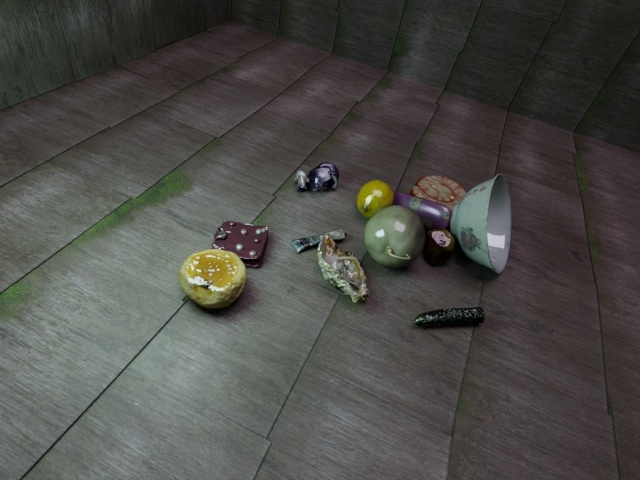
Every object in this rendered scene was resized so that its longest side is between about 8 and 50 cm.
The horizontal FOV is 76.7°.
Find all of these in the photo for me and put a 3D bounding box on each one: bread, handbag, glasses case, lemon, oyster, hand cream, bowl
[{"bbox_3d":[0.592,-0.195,2.029,0.295,0.114,0.327,30,45,18],"label":"bread"},{"bbox_3d":[-0.378,0.144,1.444,0.244,0.134,0.245,5,46,-5],"label":"bread"},{"bbox_3d":[-0.325,0.007,1.638,0.215,0.074,0.203,11,43,-2],"label":"handbag"},{"bbox_3d":[0.454,-0.137,1.880,0.316,0.124,0.075,24,21,40],"label":"glasses case"},{"bbox_3d":[0.259,-0.193,1.909,0.180,0.181,0.193,18,12,5],"label":"lemon"},{"bbox_3d":[0.075,0.118,1.610,0.201,0.107,0.355,23,27,-30],"label":"oyster"},{"bbox_3d":[0.000,0.001,1.749,0.247,0.052,0.075,-16,27,-19],"label":"hand cream"},{"bbox_3d":[0.700,-0.073,1.797,0.195,0.435,0.435,1,34,36],"label":"bowl"}]

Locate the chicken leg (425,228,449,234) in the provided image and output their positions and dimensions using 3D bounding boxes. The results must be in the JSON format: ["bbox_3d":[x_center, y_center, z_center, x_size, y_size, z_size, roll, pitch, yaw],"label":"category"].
[{"bbox_3d":[0.513,-0.034,1.896,0.204,0.053,0.093,0,59,-7],"label":"chicken leg"}]

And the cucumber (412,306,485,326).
[{"bbox_3d":[0.483,0.292,1.538,0.293,0.068,0.068,-1,45,-11],"label":"cucumber"}]

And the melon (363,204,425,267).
[{"bbox_3d":[0.310,-0.018,1.685,0.271,0.272,0.307,37,32,24],"label":"melon"}]

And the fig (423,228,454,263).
[{"bbox_3d":[0.524,0.017,1.779,0.154,0.144,0.165,55,32,0],"label":"fig"}]

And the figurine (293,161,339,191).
[{"bbox_3d":[-0.016,-0.311,1.997,0.222,0.146,0.146,-7,47,-18],"label":"figurine"}]
